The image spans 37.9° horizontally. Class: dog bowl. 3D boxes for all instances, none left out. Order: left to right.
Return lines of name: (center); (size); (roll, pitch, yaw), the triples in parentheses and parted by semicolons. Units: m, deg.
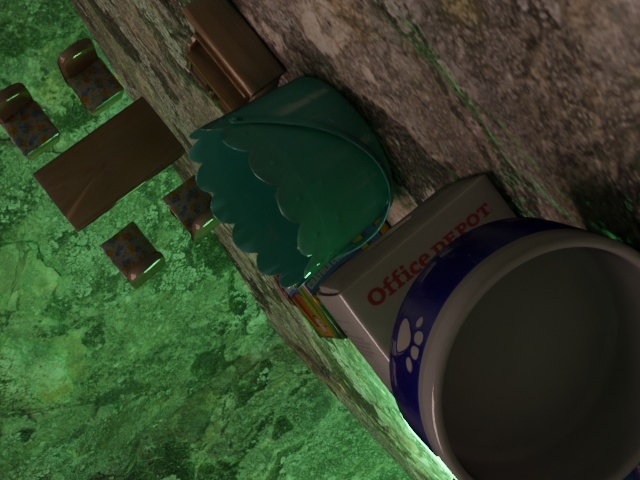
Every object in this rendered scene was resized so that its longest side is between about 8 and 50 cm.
dog bowl: (0.203, 0.113, 0.877); (0.265, 0.265, 0.104); (56, 171, -22)

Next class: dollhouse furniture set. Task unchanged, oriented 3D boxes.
dollhouse furniture set: (-0.270, -0.185, 1.495); (0.362, 0.394, 0.256); (51, 169, 2)

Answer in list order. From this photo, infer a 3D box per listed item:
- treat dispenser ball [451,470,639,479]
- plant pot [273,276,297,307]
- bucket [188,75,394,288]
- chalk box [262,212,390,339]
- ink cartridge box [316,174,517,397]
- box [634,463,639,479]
treat dispenser ball: (0.307, 0.380, 1.240); (0.288, 0.288, 0.288); (49, 169, 13)
plant pot: (-0.008, 0.063, 1.735); (0.167, 0.167, 0.165); (52, -178, -4)
bucket: (-0.038, -0.087, 1.334); (0.281, 0.183, 0.281); (44, 158, 23)
chalk box: (0.000, 0.000, 1.556); (0.289, 0.179, 0.180); (52, 168, -3)
ink cartridge box: (0.178, 0.111, 1.074); (0.306, 0.226, 0.131); (52, 169, -7)
box: (0.414, 0.252, 0.876); (0.153, 0.108, 0.207); (58, 168, -27)
